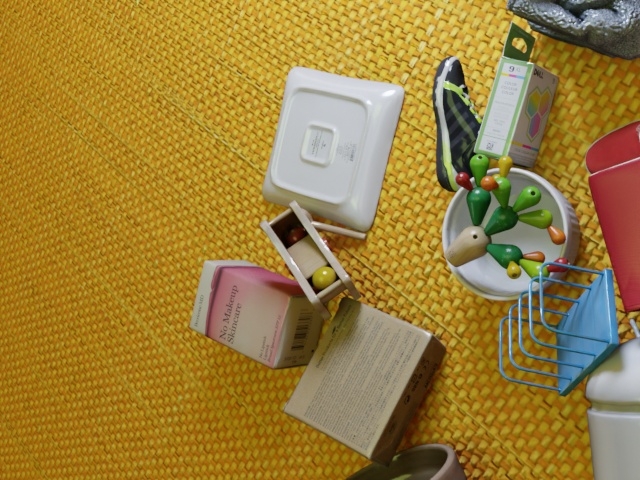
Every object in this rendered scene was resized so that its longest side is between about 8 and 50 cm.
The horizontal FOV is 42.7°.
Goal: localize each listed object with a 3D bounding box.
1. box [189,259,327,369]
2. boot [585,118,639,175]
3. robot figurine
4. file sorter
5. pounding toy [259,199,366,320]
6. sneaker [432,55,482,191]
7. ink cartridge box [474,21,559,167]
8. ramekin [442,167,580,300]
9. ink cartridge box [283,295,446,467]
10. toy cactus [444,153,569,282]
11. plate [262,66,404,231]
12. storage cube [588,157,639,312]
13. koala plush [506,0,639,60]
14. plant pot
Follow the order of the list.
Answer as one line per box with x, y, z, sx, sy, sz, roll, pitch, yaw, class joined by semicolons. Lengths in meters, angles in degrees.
-0.121;0.139;1.592;0.232;0.127;0.148;19;99;35;box
0.468;-0.147;1.138;0.244;0.176;0.088;-16;79;36;boot
0.468;0.281;1.101;0.300;0.200;0.353;158;109;-70;robot figurine
0.328;0.124;1.149;0.170;0.105;0.118;107;173;-55;file sorter
0.000;0.000;1.459;0.155;0.154;0.269;-34;44;-1;pounding toy
0.249;-0.192;1.370;0.097;0.084;0.234;-1;95;30;sneaker
0.318;-0.226;1.293;0.062;0.109;0.209;20;99;35;ink cartridge box
0.307;-0.007;1.292;0.207;0.109;0.207;-2;86;36;ramekin
0.078;0.241;1.418;0.193;0.088;0.234;22;79;36;ink cartridge box
0.254;-0.015;1.212;0.180;0.112;0.219;-43;74;38;toy cactus
0.007;-0.182;1.563;0.278;0.045;0.277;19;99;35;plate
0.498;-0.018;1.104;0.215;0.184;0.193;-20;76;35;storage cube
0.419;-0.394;1.190;0.203;0.196;0.221;28;104;22;koala plush
0.145;0.493;1.327;0.263;0.263;0.229;-25;91;33;plant pot
